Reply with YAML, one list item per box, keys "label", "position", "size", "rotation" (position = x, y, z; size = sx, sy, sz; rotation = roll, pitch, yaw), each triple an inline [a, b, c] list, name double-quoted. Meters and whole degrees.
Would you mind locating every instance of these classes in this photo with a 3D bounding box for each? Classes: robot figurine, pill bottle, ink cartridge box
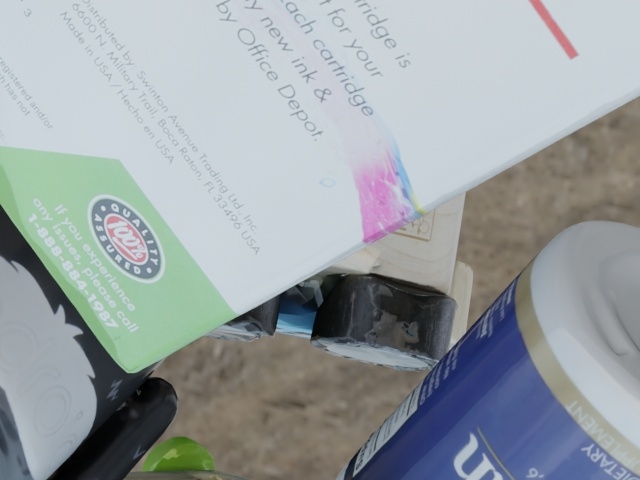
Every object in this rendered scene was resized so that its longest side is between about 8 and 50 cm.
- label: "robot figurine"
  position: [-0.183, 0.043, 1.105]
  size: [0.173, 0.278, 0.209]
  rotation: [28, 141, 21]
- label: "pill bottle"
  position: [0.060, 0.081, 0.588]
  size: [0.094, 0.094, 0.169]
  rotation: [26, 125, -20]
- label: "ink cartridge box"
  position: [0.012, -0.120, 0.591]
  size: [0.353, 0.119, 0.207]
  rotation: [-29, 99, 43]

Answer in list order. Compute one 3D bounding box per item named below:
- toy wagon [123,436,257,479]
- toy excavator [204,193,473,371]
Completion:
- label: "toy wagon"
  position: [-0.122, 0.208, 1.255]
  size: [0.344, 0.068, 0.267]
  rotation: [2, -166, -34]
- label: "toy excavator"
  position: [0.000, 0.000, 1.602]
  size: [0.433, 0.222, 0.445]
  rotation: [12, 171, -22]
